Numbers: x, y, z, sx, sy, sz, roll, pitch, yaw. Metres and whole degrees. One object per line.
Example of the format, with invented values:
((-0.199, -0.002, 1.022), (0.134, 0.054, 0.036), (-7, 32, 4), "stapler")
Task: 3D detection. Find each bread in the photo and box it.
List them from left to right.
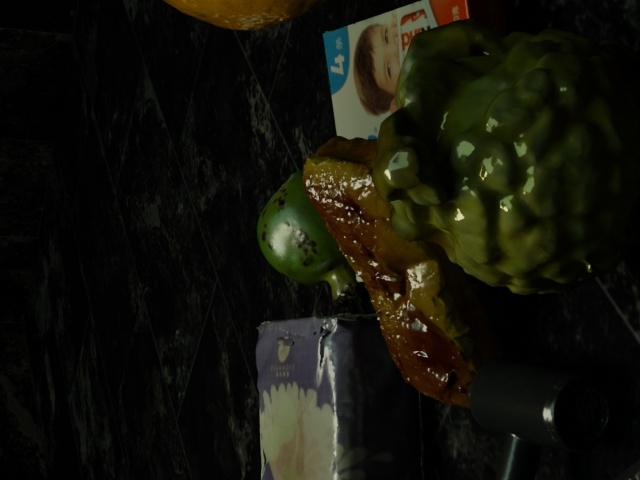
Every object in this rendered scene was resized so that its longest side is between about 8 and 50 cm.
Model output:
((0.081, 0.032, 1.103), (0.139, 0.077, 0.271), (18, 140, 57), "bread")

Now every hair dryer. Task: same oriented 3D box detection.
((0.166, 0.226, 1.011), (0.128, 0.070, 0.255), (-5, 70, 65), "hair dryer")

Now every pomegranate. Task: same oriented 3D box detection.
((-0.012, -0.003, 1.438), (0.143, 0.122, 0.169), (135, 133, -55), "pomegranate")

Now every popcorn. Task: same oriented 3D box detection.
((0.139, -0.066, 0.929), (0.237, 0.251, 0.206), (58, 134, 47), "popcorn")

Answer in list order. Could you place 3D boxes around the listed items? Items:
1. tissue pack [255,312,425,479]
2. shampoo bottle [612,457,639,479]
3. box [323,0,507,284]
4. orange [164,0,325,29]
((0.020, 0.254, 1.339), (0.242, 0.125, 0.344), (168, 100, -65), "tissue pack")
((0.226, 0.220, 0.887), (0.309, 0.098, 0.071), (121, 139, -50), "shampoo bottle")
((0.099, -0.093, 1.194), (0.265, 0.048, 0.273), (-3, 96, 62), "box")
((-0.080, -0.406, 1.358), (0.293, 0.340, 0.341), (-154, 68, -63), "orange")
